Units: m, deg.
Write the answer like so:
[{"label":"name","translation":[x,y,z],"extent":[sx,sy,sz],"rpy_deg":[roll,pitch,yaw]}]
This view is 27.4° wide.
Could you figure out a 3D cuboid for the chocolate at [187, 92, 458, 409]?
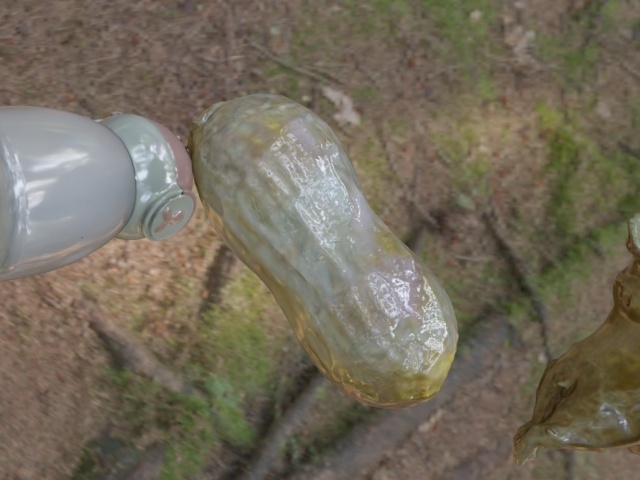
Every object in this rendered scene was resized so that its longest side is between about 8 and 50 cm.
[{"label":"chocolate","translation":[0.000,0.000,1.058],"extent":[0.134,0.134,0.309],"rpy_deg":[-27,68,-25]}]

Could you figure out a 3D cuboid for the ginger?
[{"label":"ginger","translation":[0.241,0.071,0.786],"extent":[0.270,0.123,0.219],"rpy_deg":[-23,112,10]}]

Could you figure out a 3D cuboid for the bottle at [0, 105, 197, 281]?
[{"label":"bottle","translation":[-0.215,-0.050,1.167],"extent":[0.236,0.147,0.148],"rpy_deg":[-11,101,-44]}]
